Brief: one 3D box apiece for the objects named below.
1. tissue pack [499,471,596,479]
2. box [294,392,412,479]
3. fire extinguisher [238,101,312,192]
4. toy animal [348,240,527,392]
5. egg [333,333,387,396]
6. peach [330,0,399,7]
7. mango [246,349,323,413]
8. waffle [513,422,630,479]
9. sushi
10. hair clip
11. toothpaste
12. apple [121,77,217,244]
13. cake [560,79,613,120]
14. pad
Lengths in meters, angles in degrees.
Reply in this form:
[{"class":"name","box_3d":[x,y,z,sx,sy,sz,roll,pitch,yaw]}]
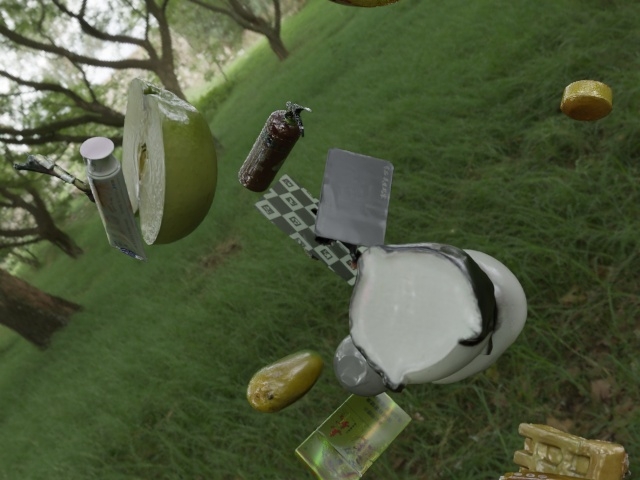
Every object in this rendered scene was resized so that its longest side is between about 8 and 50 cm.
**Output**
[{"class":"tissue pack","box_3d":[0.377,0.381,0.785,0.226,0.183,0.092,-2,67,28]},{"class":"box","box_3d":[0.096,0.542,1.558,0.311,0.173,0.043,-35,-25,-33]},{"class":"fire extinguisher","box_3d":[-0.119,-0.266,1.578,0.344,0.102,0.138,-50,51,43]},{"class":"toy animal","box_3d":[0.158,0.092,0.717,0.187,0.235,0.165,-38,59,24]},{"class":"egg","box_3d":[0.135,0.322,1.499,0.176,0.176,0.231,-34,-20,31]},{"class":"peach","box_3d":[0.096,-0.530,0.917,0.274,0.246,0.248,-14,-2,-12]},{"class":"mango","box_3d":[-0.080,0.358,1.447,0.251,0.114,0.156,-16,-13,-44]},{"class":"waffle","box_3d":[0.529,0.600,1.266,0.304,0.077,0.349,157,132,-73]},{"class":"sushi","box_3d":[0.000,0.000,1.096,0.043,0.279,0.193,-50,4,29]},{"class":"hair clip","box_3d":[-0.595,-0.151,1.277,0.146,0.187,0.056,165,129,-80]},{"class":"toothpaste","box_3d":[-0.417,-0.067,1.142,0.323,0.100,0.066,98,-164,-51]},{"class":"apple","box_3d":[-0.397,-0.191,1.364,0.312,0.319,0.361,-55,-20,-66]},{"class":"cake","box_3d":[0.458,-0.239,0.970,0.084,0.084,0.044,-12,62,63]},{"class":"pad","box_3d":[0.055,-0.068,0.880,0.003,0.112,0.157,121,160,-67]}]
